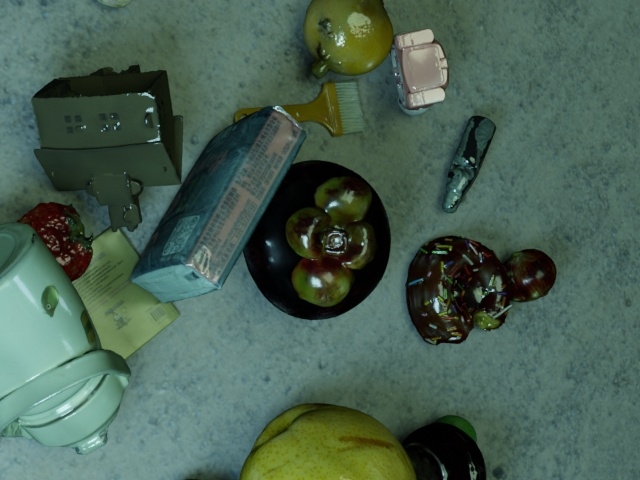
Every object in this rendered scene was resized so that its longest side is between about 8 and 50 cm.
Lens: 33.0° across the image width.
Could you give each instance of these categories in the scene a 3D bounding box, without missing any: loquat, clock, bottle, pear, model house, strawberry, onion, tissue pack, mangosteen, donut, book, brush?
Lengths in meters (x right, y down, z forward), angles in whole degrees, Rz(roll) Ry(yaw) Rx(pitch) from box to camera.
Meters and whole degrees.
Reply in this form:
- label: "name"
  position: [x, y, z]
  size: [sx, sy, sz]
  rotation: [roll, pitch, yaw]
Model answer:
- label: "loquat"
  position: [0.048, -0.381, 1.986]
  size: [0.172, 0.149, 0.204]
  rotation: [44, 76, -26]
- label: "clock"
  position: [0.185, -0.322, 2.053]
  size: [0.093, 0.162, 0.165]
  rotation: [-13, 95, -4]
- label: "bottle"
  position: [-0.416, 0.172, 1.576]
  size: [0.229, 0.229, 0.351]
  rotation: [-44, 124, -27]
- label: "pear"
  position: [0.016, 0.423, 1.799]
  size: [0.314, 0.314, 0.314]
  rotation: [4, 82, -30]
- label: "model house"
  position: [-0.322, -0.141, 1.728]
  size: [0.211, 0.204, 0.243]
  rotation: [-3, 113, 10]
- label: "strawberry"
  position: [-0.428, 0.016, 1.682]
  size: [0.148, 0.131, 0.131]
  rotation: [-37, 105, 4]
- label: "onion"
  position: [0.424, 0.072, 2.182]
  size: [0.118, 0.119, 0.117]
  rotation: [45, 60, -19]
- label: "tissue pack"
  position: [-0.169, -0.056, 1.764]
  size: [0.103, 0.228, 0.315]
  rotation: [38, 64, -22]
- label: "mangosteen"
  position: [0.000, 0.000, 1.823]
  size: [0.275, 0.302, 0.275]
  rotation: [0, 92, -12]
- label: "donut"
  position: [0.276, 0.094, 2.096]
  size: [0.230, 0.096, 0.216]
  rotation: [1, 84, -30]
- label: "book"
  position: [-0.345, 0.096, 1.774]
  size: [0.168, 0.013, 0.192]
  rotation: [-39, 104, -28]
- label: "brush"
  position: [-0.038, -0.235, 1.995]
  size: [0.272, 0.013, 0.103]
  rotation: [-11, 90, -31]

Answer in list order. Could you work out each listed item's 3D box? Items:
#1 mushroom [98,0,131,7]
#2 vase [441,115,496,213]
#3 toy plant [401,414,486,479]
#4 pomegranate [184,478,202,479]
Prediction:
- label: "mushroom"
  position: [-0.343, -0.431, 1.804]
  size: [0.084, 0.067, 0.083]
  rotation: [8, 76, -36]
- label: "vase"
  position: [0.290, -0.148, 2.152]
  size: [0.060, 0.060, 0.211]
  rotation: [32, 69, -24]
- label: "toy plant"
  position: [0.235, 0.435, 2.002]
  size: [0.235, 0.175, 0.218]
  rotation: [7, 73, -56]
- label: "pomegranate"
  position: [-0.201, 0.451, 1.765]
  size: [0.130, 0.130, 0.130]
  rotation: [4, 82, -30]
